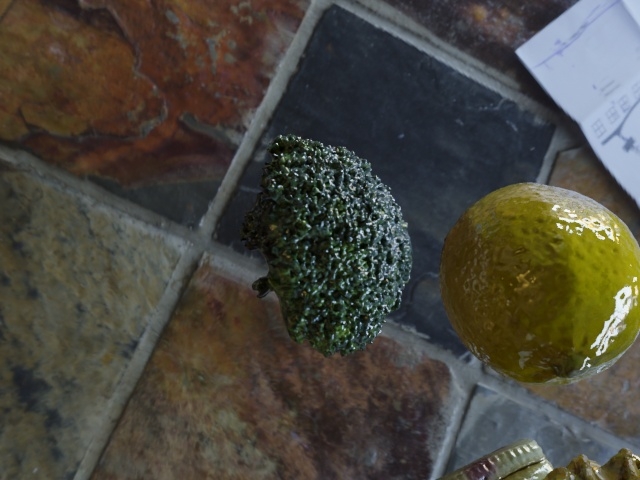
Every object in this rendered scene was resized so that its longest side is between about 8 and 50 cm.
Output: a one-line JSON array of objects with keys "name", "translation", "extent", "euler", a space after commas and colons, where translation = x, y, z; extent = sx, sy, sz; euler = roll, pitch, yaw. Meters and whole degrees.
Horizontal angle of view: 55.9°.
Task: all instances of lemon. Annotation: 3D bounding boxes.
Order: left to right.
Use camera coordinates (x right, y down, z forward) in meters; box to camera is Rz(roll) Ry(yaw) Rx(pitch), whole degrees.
[{"name": "lemon", "translation": [0.347, 0.064, 0.962], "extent": [0.336, 0.336, 0.336], "euler": [3, 78, -12]}]

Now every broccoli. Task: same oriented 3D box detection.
[{"name": "broccoli", "translation": [0.001, -0.003, 0.675], "extent": [0.226, 0.176, 0.198], "euler": [37, 39, 23]}]

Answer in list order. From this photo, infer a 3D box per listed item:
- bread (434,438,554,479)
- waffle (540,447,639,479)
[{"name": "bread", "translation": [0.251, 0.472, 0.993], "extent": [0.338, 0.155, 0.187], "euler": [-17, 58, -21]}, {"name": "waffle", "translation": [0.282, 0.328, 0.552], "extent": [0.324, 0.261, 0.151], "euler": [-16, 97, -47]}]
